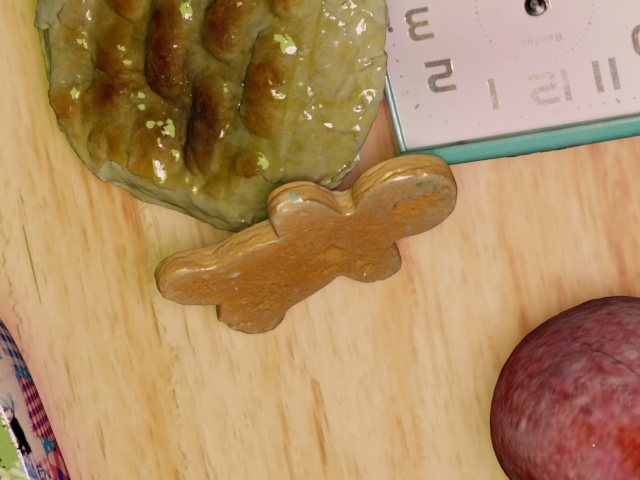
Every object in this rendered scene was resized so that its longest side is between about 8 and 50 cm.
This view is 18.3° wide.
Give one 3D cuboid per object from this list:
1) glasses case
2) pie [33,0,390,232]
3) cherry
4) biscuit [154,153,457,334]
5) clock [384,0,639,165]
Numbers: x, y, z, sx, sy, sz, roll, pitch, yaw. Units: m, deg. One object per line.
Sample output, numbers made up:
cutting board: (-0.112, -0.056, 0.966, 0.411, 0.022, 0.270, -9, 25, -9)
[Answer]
glasses case: (-0.237, 0.198, 1.567, 0.076, 0.125, 0.327, -18, 94, 0)
pie: (-0.085, -0.141, 1.496, 0.306, 0.071, 0.306, 10, 112, 25)
cherry: (0.219, 0.138, 1.446, 0.192, 0.249, 0.175, 39, 108, 3)
biscuit: (0.000, 0.000, 1.509, 0.234, 0.153, 0.030, -30, 56, 22)
clock: (0.169, -0.186, 1.467, 0.262, 0.116, 0.231, -9, 101, 25)
